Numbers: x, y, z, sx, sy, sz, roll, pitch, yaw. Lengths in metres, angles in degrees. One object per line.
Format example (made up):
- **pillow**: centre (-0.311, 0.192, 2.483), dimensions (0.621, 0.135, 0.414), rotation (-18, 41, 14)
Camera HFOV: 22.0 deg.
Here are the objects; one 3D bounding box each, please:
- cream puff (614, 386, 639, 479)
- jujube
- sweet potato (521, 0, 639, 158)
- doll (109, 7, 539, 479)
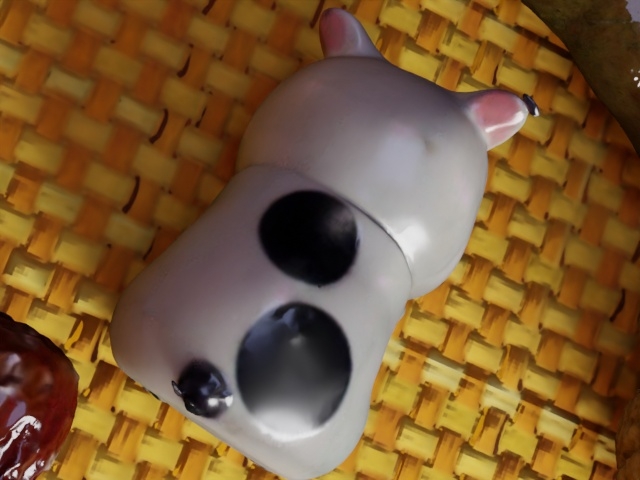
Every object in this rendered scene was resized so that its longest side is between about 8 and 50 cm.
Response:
- **cream puff**: centre (0.220, 0.065, 0.731), dimensions (0.183, 0.183, 0.169), rotation (17, 54, -19)
- **jujube**: centre (-0.143, 0.087, 0.622), dimensions (0.077, 0.077, 0.129), rotation (26, 88, -18)
- **sweet potato**: centre (0.107, -0.140, 0.737), dimensions (0.067, 0.067, 0.274), rotation (-32, 101, -20)
- **doll**: centre (-0.004, 0.006, 0.664), dimensions (0.110, 0.107, 0.181), rotation (31, 68, 5)
